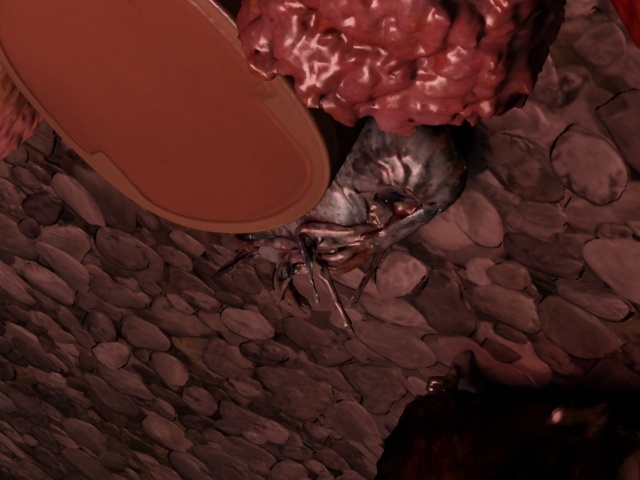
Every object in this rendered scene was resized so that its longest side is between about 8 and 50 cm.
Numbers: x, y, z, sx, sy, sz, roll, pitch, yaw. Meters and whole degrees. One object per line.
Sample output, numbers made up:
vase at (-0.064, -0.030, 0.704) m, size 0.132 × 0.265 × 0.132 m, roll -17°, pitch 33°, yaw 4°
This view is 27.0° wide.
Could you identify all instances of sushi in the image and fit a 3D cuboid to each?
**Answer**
sushi at (0.058, -0.206, 0.846) m, size 0.237 × 0.270 × 0.171 m, roll 23°, pitch 146°, yaw 1°
sushi at (0.224, 0.294, 1.357) m, size 0.294 × 0.281 × 0.299 m, roll 6°, pitch 146°, yaw 43°

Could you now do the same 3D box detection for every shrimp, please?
shrimp at (0.001, -0.001, 1.253) m, size 0.137 × 0.172 × 0.372 m, roll 32°, pitch 140°, yaw -10°

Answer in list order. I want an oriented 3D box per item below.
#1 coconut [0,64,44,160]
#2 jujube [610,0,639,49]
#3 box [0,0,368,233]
coconut at (-0.404, -0.220, 1.156) m, size 0.405 × 0.404 × 0.404 m, roll 22°, pitch 146°, yaw 16°
jujube at (0.273, -0.211, 0.736) m, size 0.197 × 0.197 × 0.290 m, roll 31°, pitch 134°, yaw 2°
box at (-0.078, -0.176, 1.045) m, size 0.301 × 0.216 × 0.301 m, roll 23°, pitch 146°, yaw 17°
